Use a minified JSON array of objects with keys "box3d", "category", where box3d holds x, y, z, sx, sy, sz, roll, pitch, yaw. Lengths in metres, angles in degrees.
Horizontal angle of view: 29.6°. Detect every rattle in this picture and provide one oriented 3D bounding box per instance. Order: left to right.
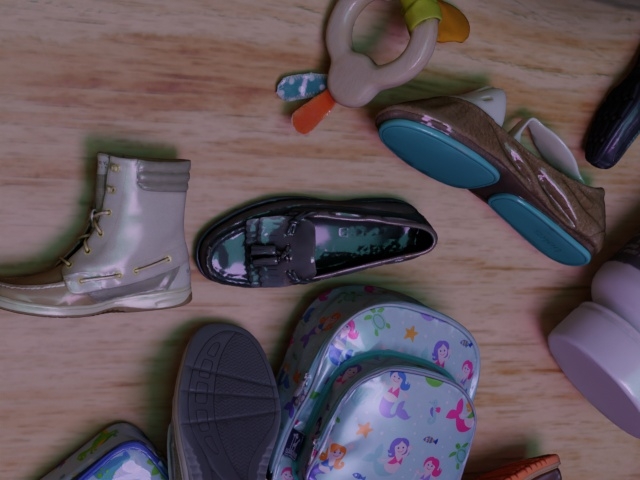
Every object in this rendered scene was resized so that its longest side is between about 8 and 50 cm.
[{"box3d":[0.057,-0.195,1.332,0.130,0.143,0.200,36,104,7],"category":"rattle"}]

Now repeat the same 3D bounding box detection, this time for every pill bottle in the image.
[{"box3d":[0.459,0.056,1.451,0.361,0.204,0.204,-41,113,-9],"category":"pill bottle"}]

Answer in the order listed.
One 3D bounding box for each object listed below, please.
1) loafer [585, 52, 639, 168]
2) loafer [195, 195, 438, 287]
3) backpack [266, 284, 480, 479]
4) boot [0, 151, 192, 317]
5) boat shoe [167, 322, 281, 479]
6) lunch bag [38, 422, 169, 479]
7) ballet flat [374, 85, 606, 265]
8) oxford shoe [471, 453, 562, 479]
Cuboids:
[{"box3d":[0.397,-0.173,1.446,0.078,0.076,0.223,36,83,-17],"category":"loafer"},{"box3d":[0.000,0.000,1.320,0.267,0.084,0.096,-9,105,-20],"category":"loafer"},{"box3d":[0.061,0.182,1.337,0.225,0.191,0.254,20,89,-23],"category":"backpack"},{"box3d":[-0.232,-0.008,1.231,0.213,0.077,0.165,-3,103,-26],"category":"boot"},{"box3d":[-0.109,0.242,1.267,0.118,0.103,0.321,8,61,-27],"category":"boat shoe"},{"box3d":[-0.209,0.325,1.307,0.176,0.090,0.219,-37,111,-8],"category":"lunch bag"},{"box3d":[0.208,-0.097,1.379,0.342,0.116,0.124,30,69,-25],"category":"ballet flat"},{"box3d":[0.163,0.378,1.410,0.363,0.130,0.133,-32,87,-26],"category":"oxford shoe"}]
